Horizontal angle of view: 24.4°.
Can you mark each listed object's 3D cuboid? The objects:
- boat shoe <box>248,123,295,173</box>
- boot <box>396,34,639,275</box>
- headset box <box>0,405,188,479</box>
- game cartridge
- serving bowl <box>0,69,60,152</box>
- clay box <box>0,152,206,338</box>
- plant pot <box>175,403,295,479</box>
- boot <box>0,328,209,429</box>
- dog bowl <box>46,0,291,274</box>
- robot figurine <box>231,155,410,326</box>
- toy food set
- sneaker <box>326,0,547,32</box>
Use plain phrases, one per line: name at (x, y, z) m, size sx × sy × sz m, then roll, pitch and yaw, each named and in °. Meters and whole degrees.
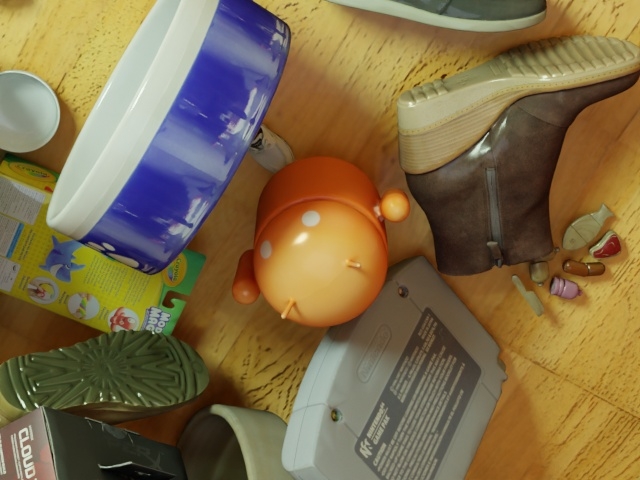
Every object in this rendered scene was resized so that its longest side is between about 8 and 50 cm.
boat shoe at (-0.062, -0.099, 1.446) m, size 0.035 × 0.035 × 0.100 m, roll -35°, pitch 110°, yaw 14°
boot at (0.205, -0.080, 1.441) m, size 0.248 × 0.090 × 0.207 m, roll -14°, pitch 121°, yaw 9°
headset box at (-0.278, 0.275, 1.445) m, size 0.293 × 0.110 × 0.218 m, roll -29°, pitch 149°, yaw 20°
game cartridge at (0.075, 0.160, 1.442) m, size 0.060 × 0.294 × 0.196 m, roll -18°, pitch 119°, yaw 40°
serving bowl at (-0.293, -0.129, 1.435) m, size 0.083 × 0.027 × 0.083 m, roll 0°, pitch 115°, yaw 0°
clay box at (-0.237, 0.014, 1.486) m, size 0.222 × 0.053 × 0.127 m, roll 22°, pitch 115°, yaw -12°
plant pot at (0.002, 0.340, 1.527) m, size 0.280 × 0.323 × 0.323 m, roll 8°, pitch 115°, yaw -23°
boot at (-0.266, 0.199, 1.527) m, size 0.236 × 0.089 × 0.269 m, roll -1°, pitch 146°, yaw -29°
dog bowl at (-0.136, -0.106, 1.317) m, size 0.104 × 0.265 × 0.265 m, roll 29°, pitch 111°, yaw -15°
robot figurine at (0.001, -0.001, 1.390) m, size 0.158 × 0.219 × 0.128 m, roll 6°, pitch 115°, yaw -3°
toy food set at (0.257, 0.021, 1.515) m, size 0.122 × 0.019 × 0.078 m, roll -35°, pitch 111°, yaw 6°
sneaker at (0.107, -0.263, 1.348) m, size 0.222 × 0.083 × 0.118 m, roll 9°, pitch 114°, yaw -3°
